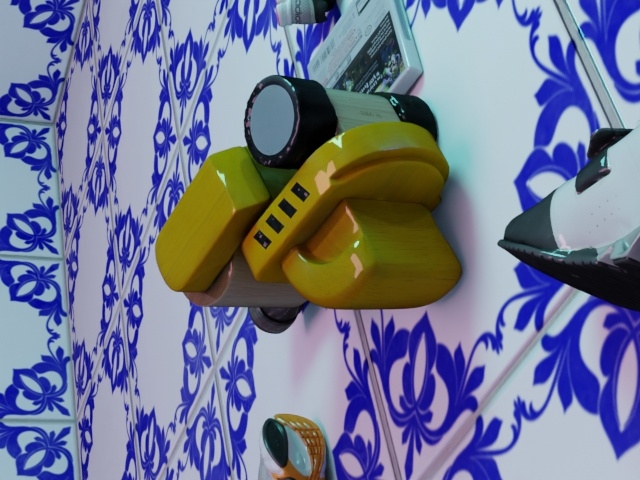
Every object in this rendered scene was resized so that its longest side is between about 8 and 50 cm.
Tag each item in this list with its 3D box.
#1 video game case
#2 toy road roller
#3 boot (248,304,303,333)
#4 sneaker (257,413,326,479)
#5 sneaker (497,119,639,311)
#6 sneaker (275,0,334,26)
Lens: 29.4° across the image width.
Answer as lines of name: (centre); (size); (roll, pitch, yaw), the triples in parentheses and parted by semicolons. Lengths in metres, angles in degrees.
video game case: (0.048, -0.202, 1.435); (0.190, 0.022, 0.173); (-50, 40, 43)
toy road roller: (0.000, 0.000, 1.274); (0.329, 0.202, 0.240); (-50, 52, 35)
boot: (-0.021, -0.023, 1.542); (0.229, 0.091, 0.263); (-44, 49, 51)
sneaker: (-0.026, 0.344, 1.473); (0.262, 0.099, 0.121); (-98, 16, -46)
sneaker: (0.242, -0.030, 0.855); (0.146, 0.122, 0.330); (-69, 18, -10)
sneaker: (-0.008, -0.334, 1.582); (0.063, 0.075, 0.170); (92, -171, -47)
